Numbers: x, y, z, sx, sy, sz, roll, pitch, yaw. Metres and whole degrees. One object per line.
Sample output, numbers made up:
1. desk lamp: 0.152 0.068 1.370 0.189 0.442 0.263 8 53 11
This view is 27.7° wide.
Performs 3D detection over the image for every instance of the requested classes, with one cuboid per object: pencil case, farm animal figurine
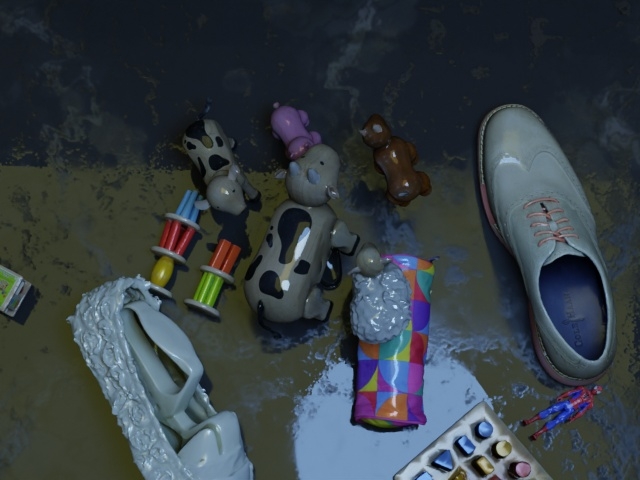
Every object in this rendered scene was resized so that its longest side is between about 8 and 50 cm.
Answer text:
1. pencil case: 0.101 0.129 1.711 0.104 0.104 0.236 7 78 0
2. farm animal figurine: -0.037 -0.039 1.655 0.330 0.172 0.327 1 78 20

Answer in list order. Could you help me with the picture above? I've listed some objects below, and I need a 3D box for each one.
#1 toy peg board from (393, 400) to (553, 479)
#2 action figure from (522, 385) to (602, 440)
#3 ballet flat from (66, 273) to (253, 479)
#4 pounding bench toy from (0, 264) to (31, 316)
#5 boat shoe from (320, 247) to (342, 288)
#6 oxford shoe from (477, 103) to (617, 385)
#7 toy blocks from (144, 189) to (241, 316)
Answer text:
1. toy peg board: 0.208 0.317 1.683 0.161 0.079 0.160 -39 82 -9
2. action figure: 0.327 0.225 1.732 0.115 0.030 0.038 -30 75 -9
3. ballet flat: -0.183 0.219 1.648 0.147 0.147 0.409 -32 80 -8
4. pounding bench toy: -0.437 0.058 1.727 0.083 0.065 0.052 27 80 4
5. boat shoe: -0.002 0.000 1.764 0.049 0.042 0.133 -14 80 -6
6. oxford shoe: 0.312 -0.009 1.718 0.140 0.146 0.397 -18 78 -3
7. toy blocks: -0.164 0.014 1.749 0.123 0.054 0.148 21 78 4
